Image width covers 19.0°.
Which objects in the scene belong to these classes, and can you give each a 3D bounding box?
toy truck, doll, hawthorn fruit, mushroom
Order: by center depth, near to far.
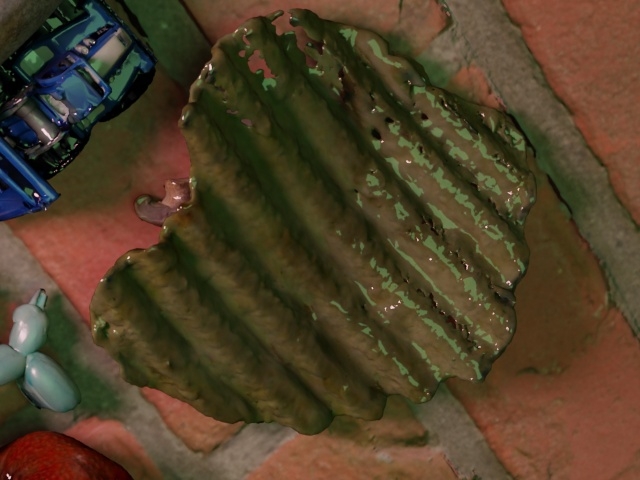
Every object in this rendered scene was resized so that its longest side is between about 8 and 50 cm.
[{"bbox_3d":[-0.234,-0.105,1.566,0.208,0.126,0.113,-45,113,-5],"label":"toy truck"},{"bbox_3d":[-0.294,0.099,1.622,0.159,0.059,0.159,-19,99,-29],"label":"doll"},{"bbox_3d":[-0.217,0.257,1.648,0.194,0.157,0.157,40,87,-33],"label":"hawthorn fruit"},{"bbox_3d":[-0.116,-0.032,1.685,0.101,0.019,0.049,-9,105,-19],"label":"mushroom"}]

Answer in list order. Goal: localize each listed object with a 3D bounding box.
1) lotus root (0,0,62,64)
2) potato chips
[{"bbox_3d":[-0.270,-0.225,1.511,0.322,0.158,0.140,-45,112,-13],"label":"lotus root"},{"bbox_3d":[0.007,0.001,1.691,0.389,0.097,0.373,21,95,-28],"label":"potato chips"}]
